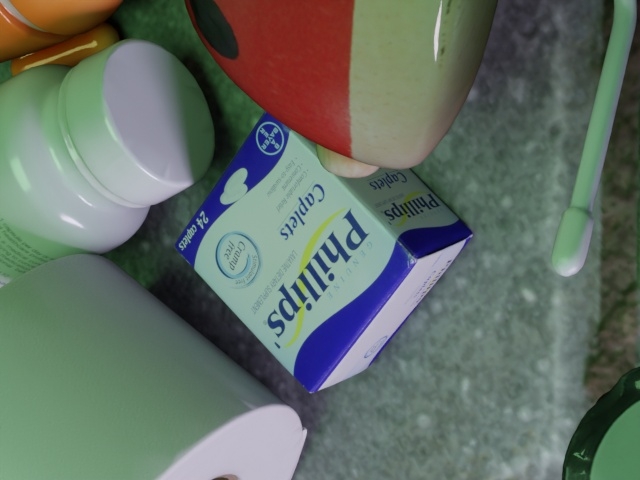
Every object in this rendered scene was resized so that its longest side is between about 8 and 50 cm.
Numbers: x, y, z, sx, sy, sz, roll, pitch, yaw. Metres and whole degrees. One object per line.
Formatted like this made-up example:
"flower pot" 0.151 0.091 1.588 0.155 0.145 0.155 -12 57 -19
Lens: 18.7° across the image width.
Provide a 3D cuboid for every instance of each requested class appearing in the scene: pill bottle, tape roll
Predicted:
"pill bottle" -0.185 -0.043 1.288 0.229 0.131 0.131 -24 87 35
"tape roll" -0.153 0.153 1.245 0.169 0.246 0.246 37 118 20

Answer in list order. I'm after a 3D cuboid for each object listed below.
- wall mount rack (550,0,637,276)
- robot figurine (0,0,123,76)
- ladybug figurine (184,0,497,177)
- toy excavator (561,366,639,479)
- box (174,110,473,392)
"wall mount rack" 0.226 -0.144 0.997 0.350 0.130 0.304 -2 100 34
"robot figurine" -0.211 -0.181 1.277 0.219 0.128 0.158 -14 91 35
"ladybug figurine" 0.016 -0.247 1.003 0.162 0.305 0.449 4 107 -4
"toy excavator" 0.382 0.097 0.830 0.445 0.222 0.433 -45 74 -2
"box" 0.000 0.000 1.213 0.137 0.072 0.126 46 122 15
